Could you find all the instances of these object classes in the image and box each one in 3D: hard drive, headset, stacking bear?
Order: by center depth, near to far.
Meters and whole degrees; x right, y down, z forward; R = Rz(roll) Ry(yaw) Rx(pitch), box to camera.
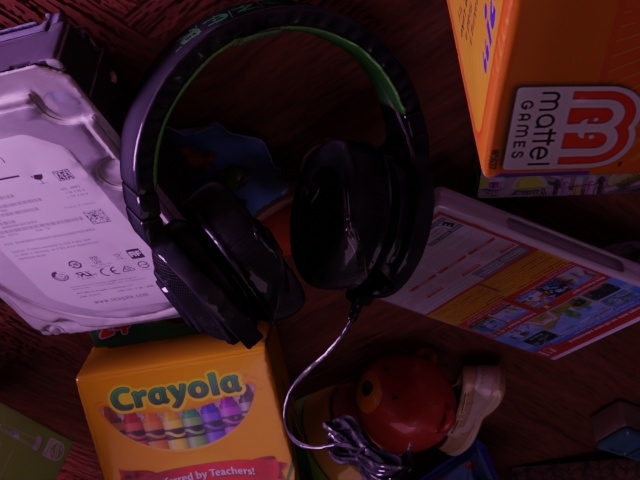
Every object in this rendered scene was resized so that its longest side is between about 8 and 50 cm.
[{"bbox_3d":[-0.010,0.012,1.022,0.243,0.185,0.394,-19,114,-17],"label":"headset"},{"bbox_3d":[-0.227,-0.038,1.108,0.237,0.064,0.339,-9,141,21],"label":"hard drive"},{"bbox_3d":[0.028,0.229,1.462,0.289,0.175,0.164,-38,130,27],"label":"stacking bear"}]

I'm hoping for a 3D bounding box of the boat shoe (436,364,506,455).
[{"bbox_3d":[0.160,0.192,1.499,0.059,0.063,0.170,14,138,-8],"label":"boat shoe"}]

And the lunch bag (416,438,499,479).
[{"bbox_3d":[0.082,0.395,1.586,0.293,0.138,0.221,-22,157,-23],"label":"lunch bag"}]

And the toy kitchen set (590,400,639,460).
[{"bbox_3d":[0.441,0.248,1.502,0.122,0.166,0.207,20,137,-29],"label":"toy kitchen set"}]

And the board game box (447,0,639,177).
[{"bbox_3d":[0.242,-0.280,0.589,0.356,0.356,0.356,-2,141,-3],"label":"board game box"}]

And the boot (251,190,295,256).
[{"bbox_3d":[0.000,0.000,1.149,0.158,0.084,0.059,-14,151,-29],"label":"boot"}]

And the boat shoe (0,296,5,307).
[{"bbox_3d":[-0.443,0.032,1.191,0.302,0.109,0.098,13,140,-30],"label":"boat shoe"}]

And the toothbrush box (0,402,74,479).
[{"bbox_3d":[-0.431,0.186,1.318,0.206,0.122,0.283,8,156,42],"label":"toothbrush box"}]

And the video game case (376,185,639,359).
[{"bbox_3d":[0.178,0.040,1.271,0.285,0.025,0.204,20,149,-22],"label":"video game case"}]

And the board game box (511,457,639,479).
[{"bbox_3d":[0.398,0.416,1.730,0.232,0.141,0.291,-7,144,17],"label":"board game box"}]

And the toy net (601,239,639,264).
[{"bbox_3d":[0.358,0.015,1.280,0.232,0.045,0.122,-15,143,16],"label":"toy net"}]

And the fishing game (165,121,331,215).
[{"bbox_3d":[-0.117,-0.040,1.172,0.264,0.041,0.189,-2,146,-3],"label":"fishing game"}]

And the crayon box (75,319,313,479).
[{"bbox_3d":[-0.125,0.206,1.341,0.202,0.081,0.318,-11,108,8],"label":"crayon box"}]

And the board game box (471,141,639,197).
[{"bbox_3d":[0.311,-0.119,1.096,0.347,0.056,0.208,-2,140,-1],"label":"board game box"}]
